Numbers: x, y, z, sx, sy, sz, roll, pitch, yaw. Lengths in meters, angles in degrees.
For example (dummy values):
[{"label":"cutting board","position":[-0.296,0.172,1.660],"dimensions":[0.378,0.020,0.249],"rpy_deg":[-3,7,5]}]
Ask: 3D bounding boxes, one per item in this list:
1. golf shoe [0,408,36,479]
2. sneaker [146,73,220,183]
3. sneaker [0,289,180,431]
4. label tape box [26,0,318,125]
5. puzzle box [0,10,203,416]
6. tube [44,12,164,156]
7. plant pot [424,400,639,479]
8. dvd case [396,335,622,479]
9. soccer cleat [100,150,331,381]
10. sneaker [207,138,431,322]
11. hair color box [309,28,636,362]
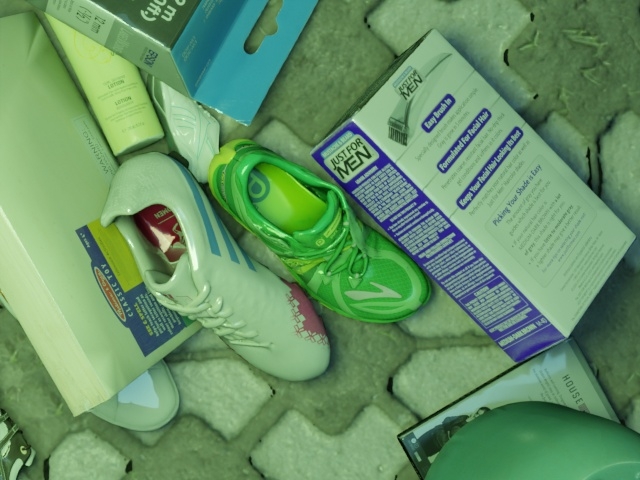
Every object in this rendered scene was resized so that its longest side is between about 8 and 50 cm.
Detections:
[{"label":"golf shoe","position":[-0.362,0.211,1.828],"dimensions":[0.094,0.077,0.198],"rpy_deg":[1,94,-23]},{"label":"sneaker","position":[-0.152,-0.135,1.872],"dimensions":[0.061,0.054,0.152],"rpy_deg":[-22,96,-23]},{"label":"sneaker","position":[-0.268,0.106,1.812],"dimensions":[0.290,0.123,0.106],"rpy_deg":[45,81,-7]},{"label":"label tape box","position":[-0.165,-0.322,1.813],"dimensions":[0.348,0.115,0.249],"rpy_deg":[30,73,-6]},{"label":"puzzle box","position":[-0.283,-0.039,1.741],"dimensions":[0.052,0.272,0.408],"rpy_deg":[-27,93,21]},{"label":"tube","position":[-0.250,-0.213,1.851],"dimensions":[0.070,0.062,0.240],"rpy_deg":[-19,85,-52]},{"label":"plant pot","position":[0.278,0.322,1.784],"dimensions":[0.293,0.235,0.293],"rpy_deg":[1,86,-17]},{"label":"dvd case","position":[0.234,0.245,1.935],"dimensions":[0.239,0.029,0.179],"rpy_deg":[-30,94,-8]},{"label":"soccer cleat","position":[-0.120,0.054,1.797],"dimensions":[0.116,0.143,0.331],"rpy_deg":[-30,110,30]},{"label":"sneaker","position":[0.000,0.000,1.847],"dimensions":[0.295,0.123,0.109],"rpy_deg":[36,85,-15]},{"label":"hair color box","position":[0.173,-0.050,1.856],"dimensions":[0.339,0.110,0.185],"rpy_deg":[46,53,-7]}]
